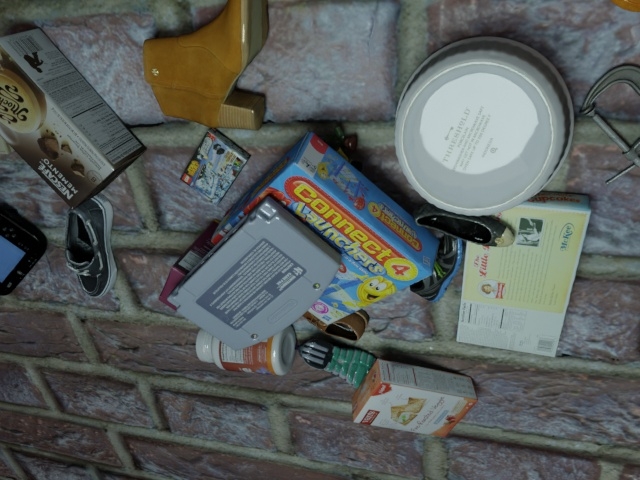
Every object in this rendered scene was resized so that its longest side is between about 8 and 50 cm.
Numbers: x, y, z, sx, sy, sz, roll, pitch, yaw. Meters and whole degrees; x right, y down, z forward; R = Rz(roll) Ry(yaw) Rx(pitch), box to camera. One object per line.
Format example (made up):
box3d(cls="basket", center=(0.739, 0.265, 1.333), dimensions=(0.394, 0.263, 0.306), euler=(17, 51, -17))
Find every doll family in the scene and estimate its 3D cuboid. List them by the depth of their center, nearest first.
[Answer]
box3d(cls="doll family", center=(0.033, -0.108, 0.940), dimensions=(0.111, 0.076, 0.193), euler=(3, 134, 16))

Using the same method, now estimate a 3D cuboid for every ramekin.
box3d(cls="ramekin", center=(0.234, -0.160, 0.770), dimensions=(0.272, 0.127, 0.273), euler=(7, 111, 18))

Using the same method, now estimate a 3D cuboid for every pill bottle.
box3d(cls="pill bottle", center=(-0.175, 0.247, 1.211), dimensions=(0.215, 0.121, 0.121), euler=(0, 122, 20))

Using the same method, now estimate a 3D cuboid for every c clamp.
box3d(cls="c clamp", center=(0.456, -0.175, 0.782), dimensions=(0.161, 0.022, 0.137), euler=(45, 125, -13))

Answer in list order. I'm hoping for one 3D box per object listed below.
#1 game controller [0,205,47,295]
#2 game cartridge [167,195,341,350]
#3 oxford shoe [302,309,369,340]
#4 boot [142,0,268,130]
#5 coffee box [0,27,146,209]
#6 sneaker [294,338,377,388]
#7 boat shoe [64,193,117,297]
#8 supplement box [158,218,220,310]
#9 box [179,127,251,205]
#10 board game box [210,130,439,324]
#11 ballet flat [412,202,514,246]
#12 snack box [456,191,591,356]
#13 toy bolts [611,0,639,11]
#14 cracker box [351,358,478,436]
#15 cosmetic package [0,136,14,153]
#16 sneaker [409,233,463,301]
box3d(cls="game controller", center=(-0.827, 0.034, 1.333), dimensions=(0.319, 0.067, 0.166), euler=(-35, 106, 34))
box3d(cls="game cartridge", center=(-0.112, 0.075, 0.916), dimensions=(0.196, 0.060, 0.294), euler=(41, 118, -16))
box3d(cls="oxford shoe", center=(-0.002, 0.158, 1.123), dimensions=(0.212, 0.076, 0.076), euler=(19, 128, 9))
box3d(cls="boot", center=(-0.200, -0.324, 0.862), dimensions=(0.211, 0.104, 0.295), euler=(14, 129, 10))
box3d(cls="coffee box", center=(-0.520, -0.233, 1.021), dimensions=(0.168, 0.119, 0.297), euler=(-30, 108, 31))
box3d(cls="sneaker", center=(0.050, 0.282, 1.202), dimensions=(0.223, 0.083, 0.098), euler=(29, 167, -16))
box3d(cls="boat shoe", center=(-0.548, 0.033, 1.213), dimensions=(0.108, 0.102, 0.301), euler=(23, 126, 4))
box3d(cls="supplement box", center=(-0.242, 0.055, 1.068), dimensions=(0.080, 0.188, 0.104), euler=(32, 126, -3))
box3d(cls="box", center=(-0.210, -0.145, 1.028), dimensions=(0.093, 0.027, 0.137), euler=(37, 125, -8))
box3d(cls="board game box", center=(0.000, 0.000, 0.952), dimensions=(0.308, 0.086, 0.302), euler=(37, 139, -16))
box3d(cls="ballet flat", center=(0.238, -0.018, 0.869), dimensions=(0.173, 0.049, 0.058), euler=(16, 130, 8))
box3d(cls="snack box", center=(0.357, 0.063, 0.945), dimensions=(0.186, 0.060, 0.322), euler=(7, 123, 17))
box3d(cls="toy bolts", center=(0.449, -0.407, 0.598), dimensions=(0.228, 0.158, 0.218), euler=(49, 165, -26))
box3d(cls="cracker box", center=(0.203, 0.351, 1.139), dimensions=(0.232, 0.067, 0.156), euler=(14, 128, -13))
box3d(cls="cosmetic package", center=(-0.707, -0.249, 1.123), dimensions=(0.060, 0.041, 0.115), euler=(6, 123, 15))
box3d(cls="sneaker", center=(0.217, 0.041, 0.975), dimensions=(0.078, 0.067, 0.188), euler=(16, 128, 1))
